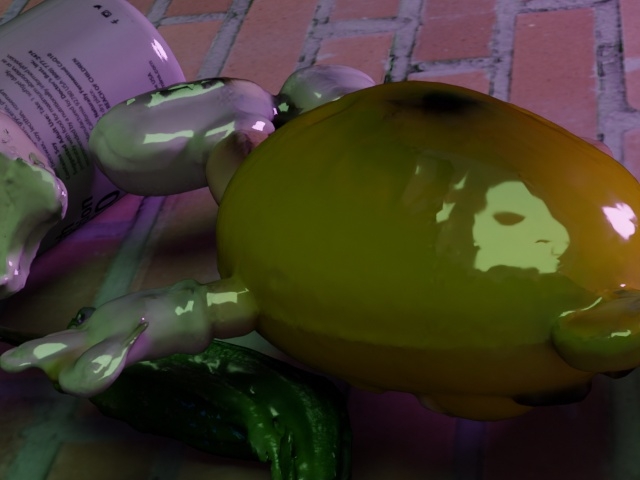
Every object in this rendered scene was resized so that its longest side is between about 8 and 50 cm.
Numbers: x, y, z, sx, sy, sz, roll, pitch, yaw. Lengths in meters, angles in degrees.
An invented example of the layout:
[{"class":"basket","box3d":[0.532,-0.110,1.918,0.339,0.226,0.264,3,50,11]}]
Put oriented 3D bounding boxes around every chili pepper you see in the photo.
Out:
[{"class":"chili pepper","box3d":[-0.079,0.093,0.726,0.279,0.065,0.122,19,15,32]}]

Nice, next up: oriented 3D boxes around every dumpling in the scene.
[{"class":"dumpling","box3d":[-0.230,-0.026,0.759,0.199,0.118,0.136,22,85,35]}]

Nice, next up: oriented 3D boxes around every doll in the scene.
[{"class":"doll","box3d":[0.008,-0.017,0.758,0.348,0.161,0.423,-8,26,8]}]

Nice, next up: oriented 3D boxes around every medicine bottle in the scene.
[{"class":"medicine bottle","box3d":[-0.241,-0.057,0.919,0.157,0.157,0.289,20,47,38]}]
